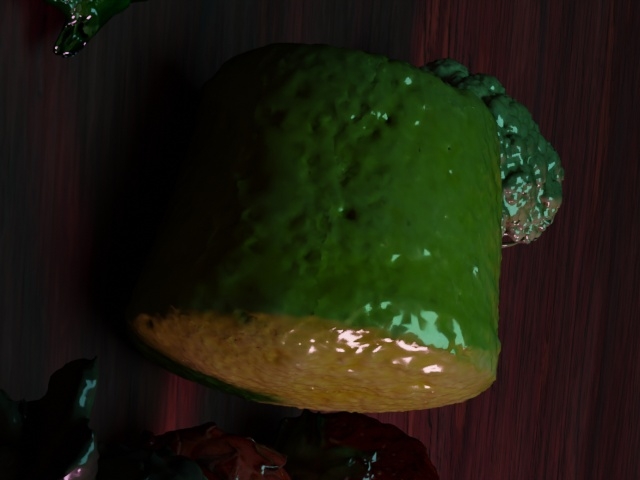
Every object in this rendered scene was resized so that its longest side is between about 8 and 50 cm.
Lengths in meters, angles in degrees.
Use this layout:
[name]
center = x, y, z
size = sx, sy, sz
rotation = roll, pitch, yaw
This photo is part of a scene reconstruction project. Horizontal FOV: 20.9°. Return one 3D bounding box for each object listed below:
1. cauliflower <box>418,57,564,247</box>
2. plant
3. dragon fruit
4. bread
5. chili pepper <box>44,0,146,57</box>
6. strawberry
[cauliflower]
center = 0.124, -0.081, 1.980
size = 0.327, 0.281, 0.260
rotation = 23, 52, -38
[plant]
center = -0.203, 0.242, 1.393
size = 0.312, 0.215, 0.213
rotation = 62, 39, -36
[dragon fruit]
center = -0.110, 0.259, 1.617
size = 0.172, 0.209, 0.172
rotation = 13, 90, -88
[bread]
center = 0.000, 0.000, 1.617
size = 0.348, 0.348, 0.308
rotation = 40, 51, -60
[chili pepper]
center = -0.176, -0.229, 1.473
size = 0.224, 0.061, 0.098
rotation = -40, 137, -51
[strawberry]
center = 0.032, 0.327, 1.850
size = 0.277, 0.257, 0.257
rotation = 57, 47, -38
